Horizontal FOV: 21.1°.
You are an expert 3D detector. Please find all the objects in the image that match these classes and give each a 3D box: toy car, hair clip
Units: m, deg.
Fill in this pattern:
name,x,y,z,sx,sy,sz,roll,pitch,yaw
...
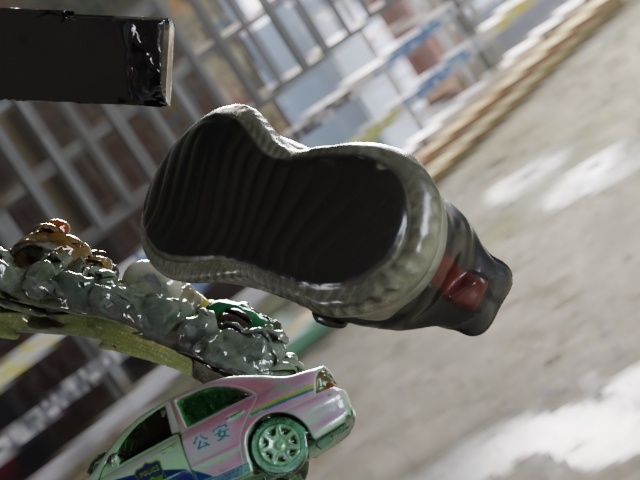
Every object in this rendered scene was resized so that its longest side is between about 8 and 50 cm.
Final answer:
name,x,y,z,sx,sy,sz,roll,pitch,yaw
toy car,-0.087,0.138,1.034,0.224,0.076,0.090,-24,-13,-6
hair clip,-0.158,0.037,1.153,0.138,0.321,0.091,80,-157,-70

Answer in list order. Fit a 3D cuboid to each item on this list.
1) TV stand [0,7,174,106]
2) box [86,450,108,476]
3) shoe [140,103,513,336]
name,x,y,z,sx,sy,sz,roll,pitch,yaw
TV stand,-0.209,-0.102,0.930,0.256,0.049,0.040,3,-1,0
box,-0.107,0.276,1.131,0.103,0.180,0.250,2,61,4
shoe,0.000,0.000,0.877,0.227,0.112,0.099,15,78,53
